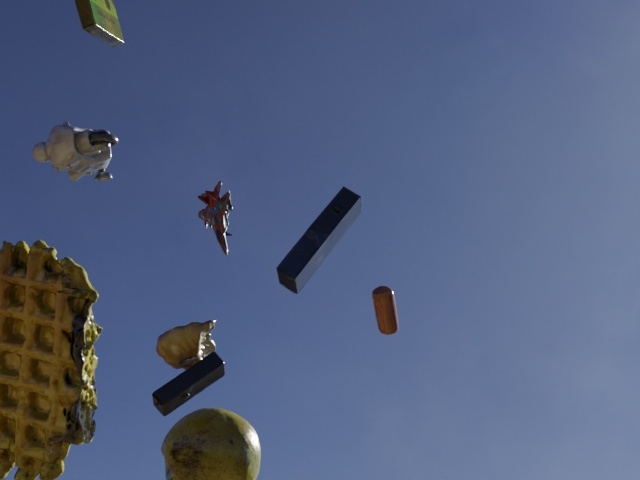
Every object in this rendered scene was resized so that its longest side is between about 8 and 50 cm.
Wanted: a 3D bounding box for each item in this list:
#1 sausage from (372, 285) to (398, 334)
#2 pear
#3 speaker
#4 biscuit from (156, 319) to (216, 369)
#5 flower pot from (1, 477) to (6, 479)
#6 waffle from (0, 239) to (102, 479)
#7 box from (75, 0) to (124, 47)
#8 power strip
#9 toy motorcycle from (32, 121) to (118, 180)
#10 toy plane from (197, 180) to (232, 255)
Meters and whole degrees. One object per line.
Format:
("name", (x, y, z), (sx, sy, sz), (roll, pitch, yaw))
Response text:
("sausage", (0.099, 0.107, 1.346), (0.034, 0.034, 0.083), (-2, -57, 17))
("pear", (-0.223, 0.431, 1.750), (0.197, 0.197, 0.197), (7, -34, 5))
("speaker", (0.000, 0.000, 1.729), (0.044, 0.218, 0.082), (33, -20, 17))
("biscuit", (-0.258, 0.212, 1.715), (0.118, 0.061, 0.183), (-7, -23, -11))
("flower pot", (-0.634, 0.347, 1.429), (0.293, 0.294, 0.330), (26, -76, -23))
("waffle", (-0.389, 0.158, 1.147), (0.307, 0.312, 0.060), (-26, -4, 26))
("box", (-0.421, -0.463, 1.632), (0.030, 0.193, 0.121), (-17, -7, 11))
("power strip", (-0.183, 0.201, 1.240), (0.029, 0.111, 0.038), (43, -29, 26))
("toy motorcycle", (-0.531, -0.191, 1.904), (0.170, 0.110, 0.260), (-1, -8, -24))
("toy plane", (-0.256, -0.050, 2.252), (0.130, 0.189, 0.061), (-30, -15, 35))
